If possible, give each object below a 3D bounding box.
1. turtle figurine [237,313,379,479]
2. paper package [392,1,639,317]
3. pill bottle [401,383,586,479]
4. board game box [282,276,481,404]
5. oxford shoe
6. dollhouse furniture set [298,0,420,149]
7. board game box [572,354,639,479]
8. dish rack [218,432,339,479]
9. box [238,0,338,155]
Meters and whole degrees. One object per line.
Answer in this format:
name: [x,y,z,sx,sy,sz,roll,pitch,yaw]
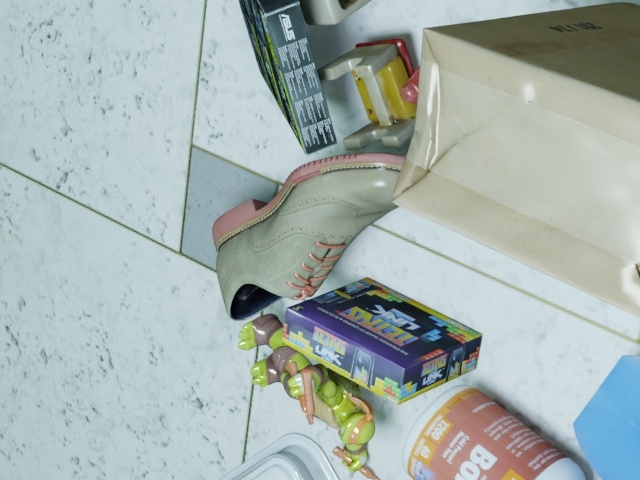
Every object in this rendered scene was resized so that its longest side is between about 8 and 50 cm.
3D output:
turtle figurine: [-0.004,0.169,1.850,0.217,0.087,0.269,38,169,40]
paper package: [0.279,-0.083,1.390,0.309,0.325,0.168,25,118,36]
pill bottle: [0.200,0.257,1.699,0.216,0.121,0.121,36,124,30]
board game box: [0.067,0.106,1.763,0.170,0.141,0.048,26,118,34]
oxford shoe: [0.000,0.000,1.784,0.348,0.123,0.130,-30,56,53]
dollhouse furniture set: [0.085,-0.292,1.654,0.201,0.152,0.374,0,120,42]
board game box: [0.336,0.189,1.620,0.133,0.033,0.168,43,132,19]
dish rack: [-0.065,0.424,2.028,0.333,0.072,0.285,-39,75,41]
box: [-0.046,-0.217,1.732,0.184,0.045,0.190,-121,11,-49]
